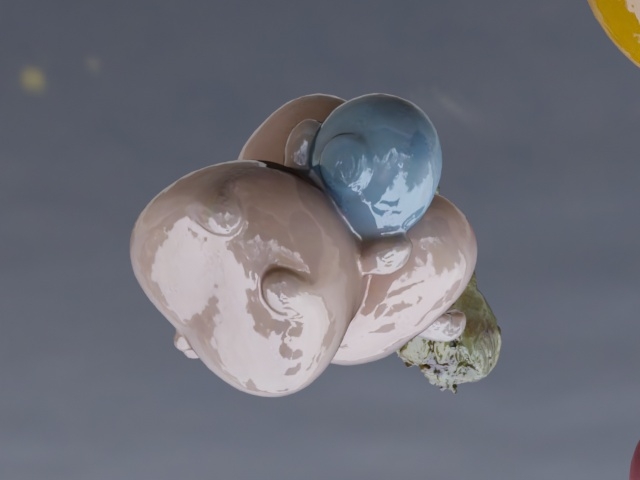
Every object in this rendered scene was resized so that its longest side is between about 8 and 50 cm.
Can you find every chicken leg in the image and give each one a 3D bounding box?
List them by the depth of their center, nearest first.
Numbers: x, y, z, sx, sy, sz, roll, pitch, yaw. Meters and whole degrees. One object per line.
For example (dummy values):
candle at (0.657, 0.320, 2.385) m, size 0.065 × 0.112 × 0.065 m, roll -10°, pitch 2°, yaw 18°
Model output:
chicken leg at (0.079, 0.027, 1.461) m, size 0.088 × 0.103 × 0.227 m, roll 6°, pitch 125°, yaw 53°

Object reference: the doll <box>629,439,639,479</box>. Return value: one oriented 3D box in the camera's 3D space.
doll at (0.289, 0.224, 1.342) m, size 0.085 × 0.217 × 0.183 m, roll -12°, pitch 173°, yaw -21°

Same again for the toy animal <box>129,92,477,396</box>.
toy animal at (-0.013, 0.014, 1.288) m, size 0.221 × 0.210 × 0.229 m, roll -37°, pitch 166°, yaw -17°

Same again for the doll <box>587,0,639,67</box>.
doll at (0.251, -0.169, 1.063) m, size 0.213 × 0.236 × 0.213 m, roll 10°, pitch 133°, yaw 11°
